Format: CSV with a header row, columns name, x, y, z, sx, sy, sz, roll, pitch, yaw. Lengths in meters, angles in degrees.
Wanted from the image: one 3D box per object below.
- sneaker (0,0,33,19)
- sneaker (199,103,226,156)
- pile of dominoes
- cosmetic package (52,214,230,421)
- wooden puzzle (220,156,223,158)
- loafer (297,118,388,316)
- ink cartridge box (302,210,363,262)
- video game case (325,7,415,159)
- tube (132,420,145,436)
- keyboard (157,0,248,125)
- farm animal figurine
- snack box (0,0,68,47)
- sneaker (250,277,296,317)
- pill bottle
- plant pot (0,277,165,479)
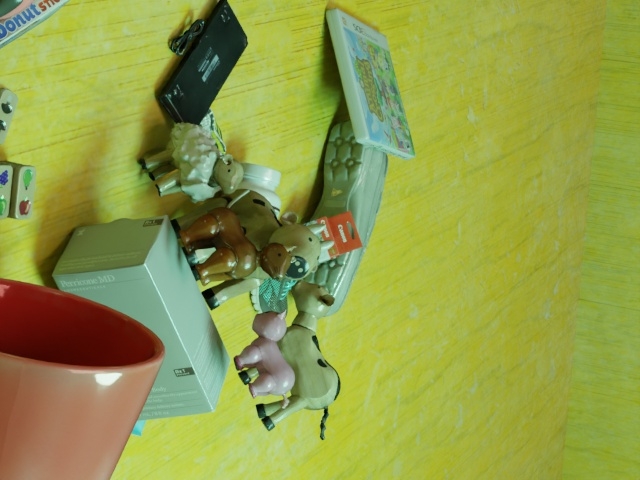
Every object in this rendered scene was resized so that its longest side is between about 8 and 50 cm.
name,x,y,z,sx,sy,sz,roll,pitch,yaw
sneaker,-0.262,-0.338,1.478,0.314,0.116,0.136,-67,152,-23
sneaker,-0.150,-0.150,1.869,0.035,0.031,0.083,-106,177,-65
pile of dominoes,-0.382,-0.059,1.428,0.251,0.040,0.196,-6,105,-63
cosmetic package,-0.208,0.094,1.679,0.107,0.127,0.238,-76,150,-49
wooden puzzle,-0.146,-0.101,1.914,0.049,0.006,0.083,-37,131,-53
loafer,0.043,-0.029,2.198,0.111,0.112,0.319,32,70,-53
ink cartridge box,0.000,0.000,2.105,0.029,0.115,0.063,77,-7,-83
video game case,0.080,-0.239,2.191,0.193,0.023,0.212,12,63,-63
tube,-0.221,0.150,1.824,0.080,0.052,0.207,26,82,-54
keyboard,-0.156,-0.234,1.823,0.180,0.023,0.108,-63,143,-30
farm animal figurine,-0.068,0.038,1.772,0.172,0.327,0.330,-25,133,-8
snack box,-0.324,-0.215,1.456,0.022,0.064,0.178,55,42,-11
sneaker,-0.060,0.054,2.064,0.065,0.076,0.166,-49,141,-44
pill bottle,-0.103,-0.026,1.939,0.086,0.086,0.152,25,77,-63
plant pot,-0.319,0.190,1.434,0.275,0.275,0.243,-5,114,-63
